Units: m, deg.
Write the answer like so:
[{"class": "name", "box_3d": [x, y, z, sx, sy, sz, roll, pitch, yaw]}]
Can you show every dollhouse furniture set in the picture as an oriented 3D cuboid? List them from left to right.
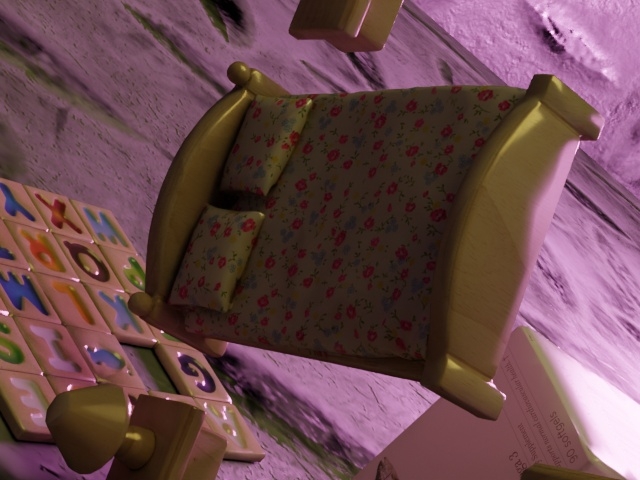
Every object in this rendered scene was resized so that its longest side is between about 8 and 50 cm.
[{"class": "dollhouse furniture set", "box_3d": [0.000, 0.000, 0.582, 0.303, 0.355, 0.174, 5, -21, 48]}]

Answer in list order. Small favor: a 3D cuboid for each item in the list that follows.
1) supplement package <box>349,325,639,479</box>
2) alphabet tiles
[{"class": "supplement package", "box_3d": [0.084, 0.151, 0.738, 0.105, 0.179, 0.105, 34, 20, -32]}, {"class": "alphabet tiles", "box_3d": [-0.145, 0.031, 0.785, 0.237, 0.009, 0.198, 19, 31, -56]}]
